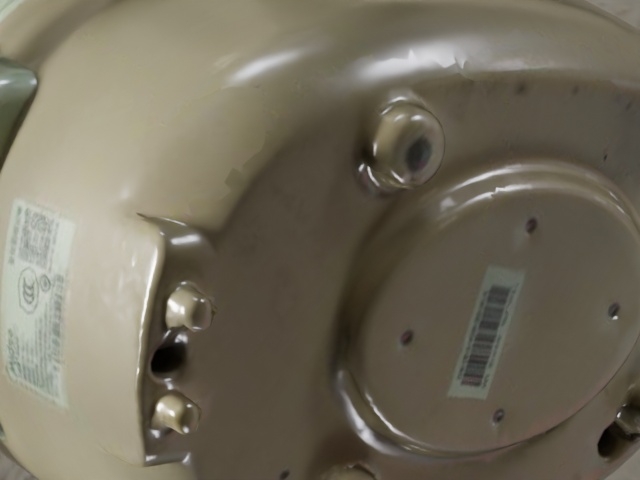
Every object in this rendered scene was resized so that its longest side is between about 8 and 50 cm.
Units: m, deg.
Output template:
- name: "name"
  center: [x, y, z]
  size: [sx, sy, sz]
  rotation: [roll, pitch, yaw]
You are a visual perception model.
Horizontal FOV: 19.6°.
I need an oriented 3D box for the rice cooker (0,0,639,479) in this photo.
- name: "rice cooker"
  center: [0.000, 0.000, 0.413]
  size: [0.206, 0.127, 0.145]
  rotation: [-6, 110, -42]
